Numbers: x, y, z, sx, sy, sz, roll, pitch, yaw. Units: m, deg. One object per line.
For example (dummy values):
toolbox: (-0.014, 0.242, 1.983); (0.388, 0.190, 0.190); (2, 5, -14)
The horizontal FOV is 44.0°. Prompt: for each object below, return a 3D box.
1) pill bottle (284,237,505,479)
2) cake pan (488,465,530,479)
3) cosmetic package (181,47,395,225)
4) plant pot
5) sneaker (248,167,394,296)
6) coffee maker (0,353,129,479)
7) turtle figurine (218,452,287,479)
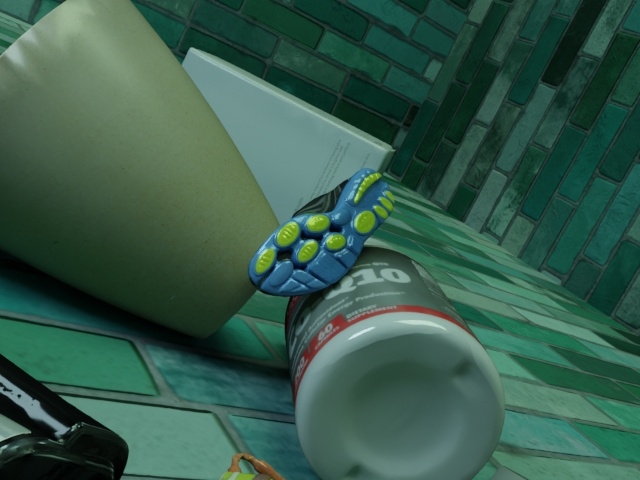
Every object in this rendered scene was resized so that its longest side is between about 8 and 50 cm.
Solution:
pill bottle: (0.049, 0.096, 0.719); (0.161, 0.161, 0.283); (24, 11, -11)
cake pan: (0.224, 0.239, 0.527); (0.293, 0.054, 0.293); (30, -7, 4)
cosmetic package: (-0.090, -0.156, 1.399); (0.385, 0.217, 0.156); (30, 12, 5)
plant pot: (-0.170, -0.045, 0.733); (0.274, 0.256, 0.256); (42, 9, -10)
sneaker: (0.000, 0.000, 0.713); (0.067, 0.078, 0.188); (51, 44, -3)
coffee maker: (-0.183, 0.083, 0.369); (0.178, 0.120, 0.171); (31, 12, 18)
turtle figurine: (0.032, 0.195, 0.431); (0.269, 0.087, 0.217); (31, 12, 19)
